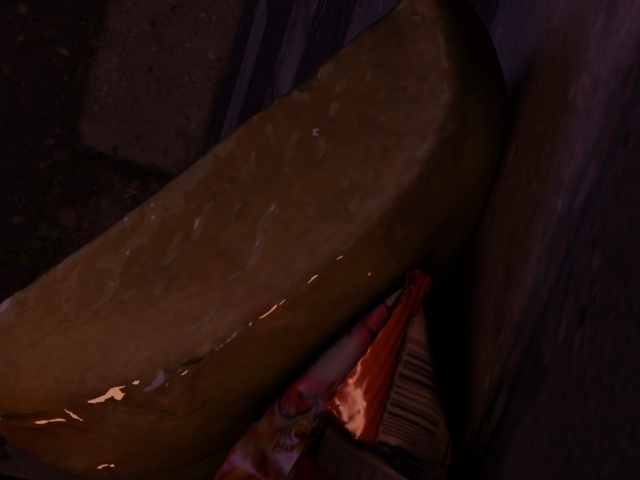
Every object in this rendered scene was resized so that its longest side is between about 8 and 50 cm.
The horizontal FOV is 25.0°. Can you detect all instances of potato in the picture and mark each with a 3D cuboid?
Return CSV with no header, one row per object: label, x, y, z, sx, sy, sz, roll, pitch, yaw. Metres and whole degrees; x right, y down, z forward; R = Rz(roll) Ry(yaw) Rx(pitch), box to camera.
potato,0.000,0.000,0.679,0.255,0.112,0.269,-46,-18,32

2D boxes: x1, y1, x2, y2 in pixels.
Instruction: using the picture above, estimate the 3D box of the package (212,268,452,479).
package,-0.012,0.173,0.643,0.288,0.108,0.223,103,-171,-50
